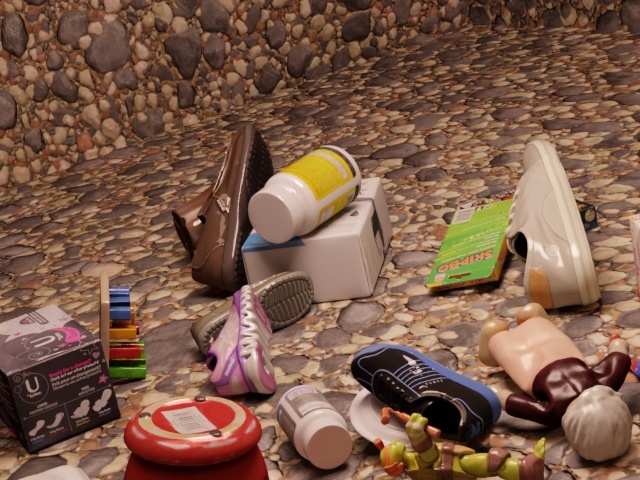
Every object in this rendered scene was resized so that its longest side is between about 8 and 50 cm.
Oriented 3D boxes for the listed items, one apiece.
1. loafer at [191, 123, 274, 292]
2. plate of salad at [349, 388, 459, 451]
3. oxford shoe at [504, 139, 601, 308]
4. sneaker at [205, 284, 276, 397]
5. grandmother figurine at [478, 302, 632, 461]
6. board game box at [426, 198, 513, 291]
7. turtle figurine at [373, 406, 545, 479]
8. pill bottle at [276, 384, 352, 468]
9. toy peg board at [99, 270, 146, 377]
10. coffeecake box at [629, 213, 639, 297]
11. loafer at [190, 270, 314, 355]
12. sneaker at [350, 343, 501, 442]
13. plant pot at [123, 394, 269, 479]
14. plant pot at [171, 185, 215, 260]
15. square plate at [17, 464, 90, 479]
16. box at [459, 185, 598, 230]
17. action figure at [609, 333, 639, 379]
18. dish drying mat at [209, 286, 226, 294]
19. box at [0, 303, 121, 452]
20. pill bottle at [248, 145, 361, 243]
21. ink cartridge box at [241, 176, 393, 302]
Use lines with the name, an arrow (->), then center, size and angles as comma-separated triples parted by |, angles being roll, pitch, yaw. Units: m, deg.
loafer -> -0.182, -0.069, 2.572 | 0.130, 0.134, 0.366 | -4, 55, 20
plate of salad -> 0.140, 0.242, 1.854 | 0.199, 0.048, 0.200 | -4, 27, 2
oxford shoe -> 0.375, -0.035, 2.273 | 0.130, 0.169, 0.449 | -16, 31, 10
sneaker -> -0.136, 0.165, 2.137 | 0.104, 0.095, 0.236 | -22, 34, 11
grandmother figurine -> 0.331, 0.192, 1.814 | 0.207, 0.104, 0.342 | -32, 23, 2
board game box -> 0.274, 0.012, 2.375 | 0.124, 0.039, 0.259 | -12, 25, 26
turtle figurine -> 0.163, 0.268, 1.623 | 0.217, 0.087, 0.269 | 2, -23, 9
pill bottle -> -0.007, 0.259, 1.847 | 0.078, 0.078, 0.137 | -17, 20, -13
toy peg board -> -0.334, 0.152, 2.257 | 0.079, 0.161, 0.161 | 1, 17, -11
coffeecake box -> 0.528, 0.049, 2.013 | 0.068, 0.142, 0.185 | -11, 18, 2
loafer -> -0.122, 0.115, 2.303 | 0.251, 0.094, 0.087 | -24, 27, -31
sneaker -> 0.124, 0.204, 1.786 | 0.232, 0.081, 0.090 | 16, 26, 34
plant pot -> -0.152, 0.295, 1.651 | 0.191, 0.174, 0.191 | 2, 16, 0
plant pot -> -0.205, -0.040, 2.720 | 0.165, 0.167, 0.167 | -26, 22, -15
square plate -> -0.428, 0.409, 1.728 | 0.344, 0.049, 0.347 | -19, 20, -21
box -> 0.390, -0.046, 2.522 | 0.159, 0.044, 0.233 | -20, 21, -20
action figure -> 0.481, 0.151, 1.778 | 0.091, 0.139, 0.280 | -17, 22, -11
dish drying mat -> -0.197, 0.087, 2.565 | 0.032, 0.008, 0.083 | -14, 20, -3
box -> -0.447, 0.213, 2.153 | 0.163, 0.142, 0.247 | -21, 21, -23
pill bottle -> -0.028, -0.080, 2.368 | 0.119, 0.119, 0.208 | 2, 25, 36
ink cartridge box -> 0.000, 0.000, 2.501 | 0.223, 0.129, 0.307 | -8, 20, 14
